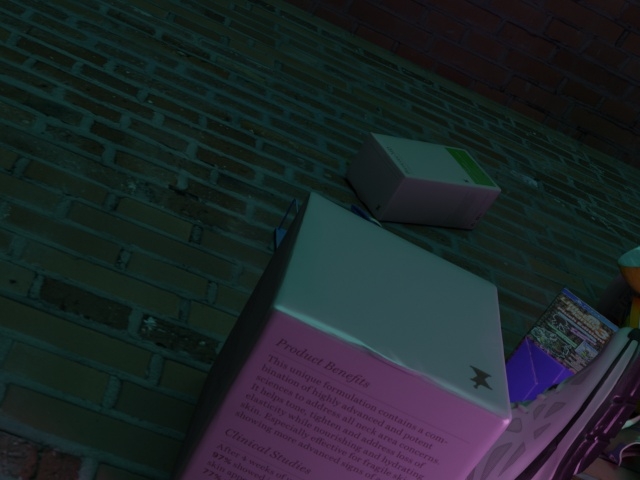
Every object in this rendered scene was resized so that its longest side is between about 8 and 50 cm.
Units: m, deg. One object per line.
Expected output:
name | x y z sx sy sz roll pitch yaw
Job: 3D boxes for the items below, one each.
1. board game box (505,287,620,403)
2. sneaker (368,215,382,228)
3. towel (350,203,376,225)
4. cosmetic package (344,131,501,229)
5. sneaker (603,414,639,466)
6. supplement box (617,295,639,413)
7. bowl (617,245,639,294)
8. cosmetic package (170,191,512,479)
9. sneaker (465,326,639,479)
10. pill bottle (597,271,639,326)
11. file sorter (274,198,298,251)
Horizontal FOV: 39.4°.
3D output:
board game box | 0.436 0.260 1.755 0.141 0.232 0.291 38 30 14
sneaker | 0.061 -0.018 2.049 0.186 0.069 0.083 11 41 -19
towel | 0.185 0.048 1.934 0.285 0.034 0.209 44 7 -39
cosmetic package | 0.272 -0.151 2.362 0.366 0.155 0.197 4 39 -40
sneaker | 0.668 0.408 1.842 0.192 0.064 0.086 -17 46 -9
supplement box | 0.834 0.303 2.015 0.357 0.195 0.194 22 25 14
bowl | 0.865 0.085 2.101 0.289 0.290 0.156 -27 100 -58
cosmetic package | 0.022 0.218 1.266 0.330 0.393 0.327 27 28 -7
sneaker | 0.308 0.274 1.411 0.257 0.447 0.169 40 9 32
pill bottle | 0.923 0.234 2.250 0.229 0.229 0.407 -5 43 -47
file sorter | 0.000 0.000 1.913 0.170 0.104 0.118 21 30 -17
